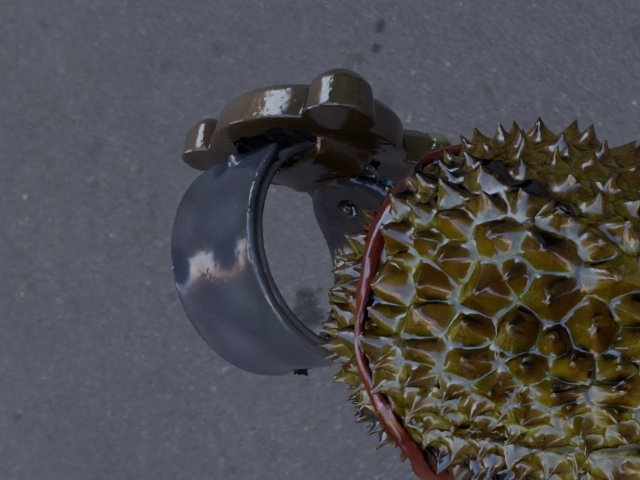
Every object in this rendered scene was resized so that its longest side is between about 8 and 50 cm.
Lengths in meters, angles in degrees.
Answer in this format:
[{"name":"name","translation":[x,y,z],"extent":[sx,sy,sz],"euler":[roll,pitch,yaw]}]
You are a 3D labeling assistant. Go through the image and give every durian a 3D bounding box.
[{"name":"durian","translation":[0.183,0.071,0.843],"extent":[0.384,0.347,0.348],"euler":[6,91,20]}]

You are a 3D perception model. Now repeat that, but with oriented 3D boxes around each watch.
[{"name":"watch","translation":[0.000,0.000,1.225],"extent":[0.314,0.335,0.327],"euler":[-13,69,45]}]
